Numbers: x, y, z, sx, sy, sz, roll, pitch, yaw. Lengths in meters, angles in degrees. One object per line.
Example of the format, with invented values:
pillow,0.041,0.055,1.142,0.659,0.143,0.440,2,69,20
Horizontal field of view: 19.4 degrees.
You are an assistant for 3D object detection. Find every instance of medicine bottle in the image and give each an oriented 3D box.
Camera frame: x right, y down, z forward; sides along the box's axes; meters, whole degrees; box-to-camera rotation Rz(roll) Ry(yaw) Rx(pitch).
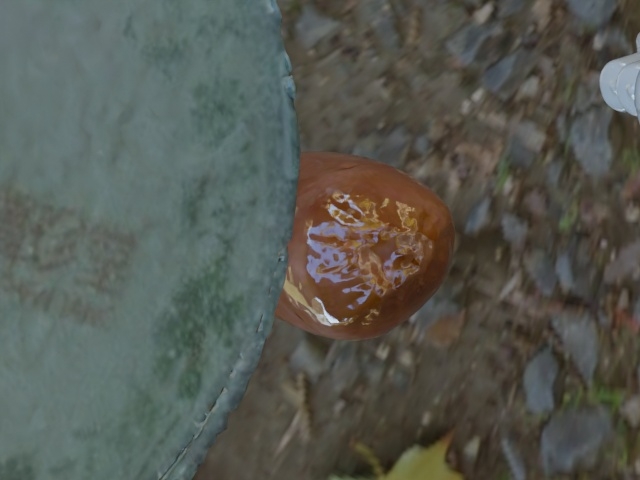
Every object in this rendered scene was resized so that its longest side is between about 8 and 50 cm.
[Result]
medicine bottle,-0.173,-0.029,0.510,0.290,0.245,0.245,11,104,39

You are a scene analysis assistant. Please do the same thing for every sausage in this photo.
sausage,0.000,0.000,1.143,0.113,0.259,0.113,-1,94,-20

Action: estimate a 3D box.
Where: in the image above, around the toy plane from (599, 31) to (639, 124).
toy plane,0.267,-0.106,1.004,0.252,0.252,0.118,-11,105,12
